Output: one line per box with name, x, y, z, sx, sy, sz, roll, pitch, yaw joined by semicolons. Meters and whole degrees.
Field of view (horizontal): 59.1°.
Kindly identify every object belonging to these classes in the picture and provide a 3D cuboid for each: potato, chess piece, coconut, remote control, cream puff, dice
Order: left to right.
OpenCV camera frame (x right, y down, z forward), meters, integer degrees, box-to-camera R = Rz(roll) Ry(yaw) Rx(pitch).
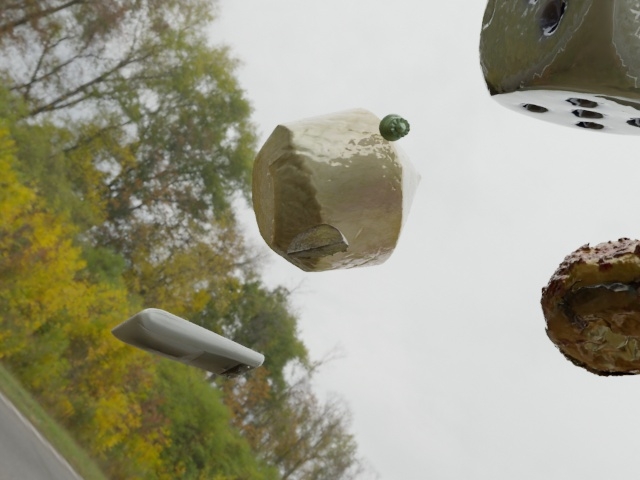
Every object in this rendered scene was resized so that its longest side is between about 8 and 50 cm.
remote control;-0.256;0.220;1.122;0.109;0.055;0.313;-31;-45;28
potato;0.001;0.000;0.746;0.093;0.036;0.037;-13;-22;34
coconut;0.041;-0.096;1.040;0.328;0.328;0.329;39;-29;26
chess piece;0.111;-0.164;0.820;0.042;0.042;0.093;57;4;-11
dice;0.273;-0.205;0.512;0.192;0.193;0.194;-143;-116;-73
cream puff;0.451;0.095;0.840;0.239;0.164;0.240;17;-33;12
